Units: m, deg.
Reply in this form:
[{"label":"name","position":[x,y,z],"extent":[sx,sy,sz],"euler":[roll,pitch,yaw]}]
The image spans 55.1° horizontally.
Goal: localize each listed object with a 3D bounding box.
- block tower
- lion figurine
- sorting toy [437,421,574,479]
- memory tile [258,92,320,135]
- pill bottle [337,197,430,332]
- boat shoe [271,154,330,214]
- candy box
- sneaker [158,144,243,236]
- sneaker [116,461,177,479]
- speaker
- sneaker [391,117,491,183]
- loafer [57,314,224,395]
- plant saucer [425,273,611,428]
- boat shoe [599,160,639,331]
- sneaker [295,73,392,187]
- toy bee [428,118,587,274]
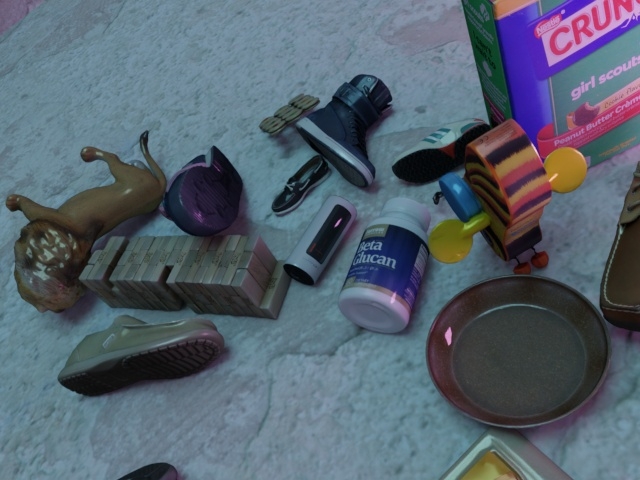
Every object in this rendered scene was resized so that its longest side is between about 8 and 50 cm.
[{"label":"block tower","position":[-0.215,0.053,0.957],"extent":[0.336,0.097,0.091],"euler":[0,53,27]},{"label":"lion figurine","position":[-0.407,-0.052,1.124],"extent":[0.240,0.142,0.392],"euler":[29,65,34]},{"label":"sorting toy","position":[0.170,0.297,0.573],"extent":[0.208,0.038,0.193],"euler":[-40,45,-9]},{"label":"memory tile","position":[-0.061,-0.238,1.148],"extent":[0.113,0.012,0.148],"euler":[-35,21,-3]},{"label":"pill bottle","position":[0.092,0.028,0.812],"extent":[0.094,0.094,0.169],"euler":[3,53,30]},{"label":"boat shoe","position":[-0.037,-0.094,1.029],"extent":[0.125,0.038,0.046],"euler":[-39,45,-8]},{"label":"candy box","position":[0.335,-0.246,0.762],"extent":[0.268,0.317,0.122],"euler":[-27,44,5]},{"label":"sneaker","position":[-0.209,-0.058,0.997],"extent":[0.131,0.112,0.319],"euler":[-34,14,11]},{"label":"sneaker","position":[-0.232,0.368,0.705],"extent":[0.087,0.130,0.227],"euler":[-12,20,26]},{"label":"speaker","position":[0.000,0.000,0.915],"extent":[0.055,0.055,0.136],"euler":[14,59,36]},{"label":"sneaker","position":[0.187,-0.143,0.950],"extent":[0.161,0.057,0.075],"euler":[-24,25,12]},{"label":"loafer","position":[-0.263,0.151,0.890],"extent":[0.269,0.102,0.092],"euler":[-16,52,16]},{"label":"plant saucer","position":[0.220,0.126,0.694],"extent":[0.199,0.036,0.198],"euler":[-15,43,14]},{"label":"boat shoe","position":[0.391,-0.048,0.681],"extent":[0.123,0.120,0.324],"euler":[1,47,55]},{"label":"sneaker","position":[0.069,-0.192,1.023],"extent":[0.163,0.086,0.226],"euler":[-37,43,-2]},{"label":"toy bee","position":[0.233,-0.038,0.741],"extent":[0.195,0.298,0.162],"euler":[-36,81,22]}]
